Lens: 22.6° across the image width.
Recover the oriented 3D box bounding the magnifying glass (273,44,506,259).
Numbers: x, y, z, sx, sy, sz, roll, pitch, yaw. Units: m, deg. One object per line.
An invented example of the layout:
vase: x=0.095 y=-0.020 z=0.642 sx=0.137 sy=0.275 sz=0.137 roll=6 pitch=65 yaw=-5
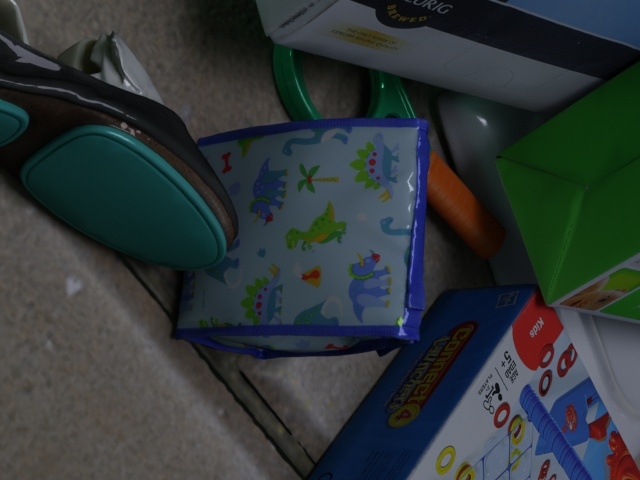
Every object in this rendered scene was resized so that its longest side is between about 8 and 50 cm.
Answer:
magnifying glass: x=0.050 y=-0.067 z=1.075 sx=0.231 sy=0.026 sz=0.092 roll=44 pitch=55 yaw=-29

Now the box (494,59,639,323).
box: x=0.297 y=-0.052 z=1.083 sx=0.231 sy=0.262 sz=0.126 roll=14 pitch=52 yaw=-46

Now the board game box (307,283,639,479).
board game box: x=0.111 y=0.240 z=1.058 sx=0.308 sy=0.086 sz=0.302 roll=-51 pitch=120 yaw=-38

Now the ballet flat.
ballet flat: x=-0.145 y=-0.076 z=0.827 sx=0.280 sy=0.095 sz=0.096 roll=29 pitch=52 yaw=-41

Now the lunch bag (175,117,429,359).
lunch bag: x=0.000 y=0.000 z=0.924 sx=0.096 sy=0.151 sz=0.128 roll=15 pitch=73 yaw=-44

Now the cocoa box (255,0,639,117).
cocoa box: x=0.135 y=-0.239 z=1.001 sx=0.347 sy=0.228 sz=0.231 roll=8 pitch=59 yaw=-46

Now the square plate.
square plate: x=0.252 y=-0.021 z=1.272 sx=0.347 sy=0.049 sz=0.344 roll=-36 pitch=110 yaw=-43
